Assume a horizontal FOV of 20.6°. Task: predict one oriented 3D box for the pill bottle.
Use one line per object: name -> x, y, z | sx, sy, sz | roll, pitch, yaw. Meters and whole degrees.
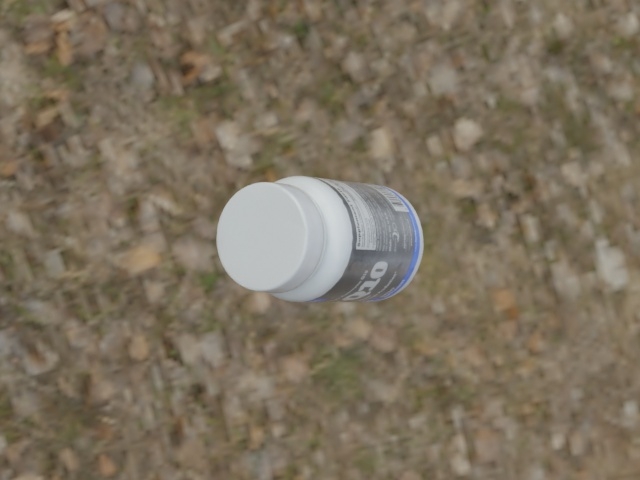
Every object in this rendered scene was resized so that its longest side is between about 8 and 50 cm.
pill bottle -> 0.000, 0.000, 1.089 | 0.137, 0.078, 0.078 | 3, 74, -58
